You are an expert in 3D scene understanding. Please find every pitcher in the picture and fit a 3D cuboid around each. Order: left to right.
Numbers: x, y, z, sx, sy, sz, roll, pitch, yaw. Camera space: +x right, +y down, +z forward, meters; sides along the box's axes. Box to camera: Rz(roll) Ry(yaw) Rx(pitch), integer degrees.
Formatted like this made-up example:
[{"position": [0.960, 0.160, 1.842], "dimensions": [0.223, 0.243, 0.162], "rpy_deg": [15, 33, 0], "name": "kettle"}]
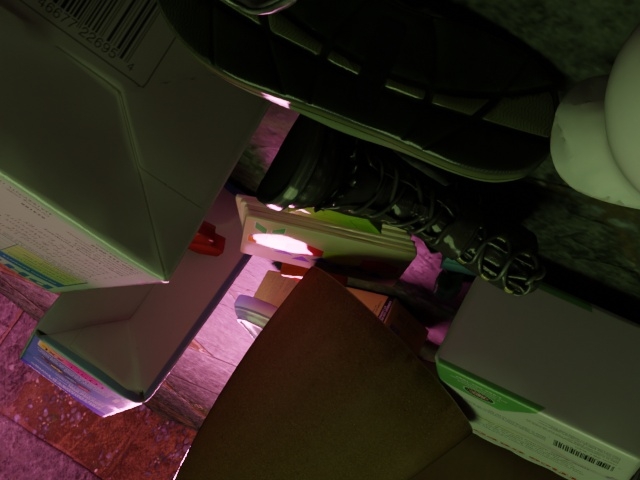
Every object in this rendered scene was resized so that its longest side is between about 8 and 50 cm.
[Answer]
[{"position": [0.235, -0.060, 0.618], "dimensions": [0.178, 0.125, 0.207], "rpy_deg": [17, 173, -1], "name": "pitcher"}]

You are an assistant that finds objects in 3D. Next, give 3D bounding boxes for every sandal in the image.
[{"position": [0.017, -0.126, 0.775], "dimensions": [0.303, 0.120, 0.086], "rpy_deg": [31, 176, -3], "name": "sandal"}]

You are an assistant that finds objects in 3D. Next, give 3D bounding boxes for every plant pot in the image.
[{"position": [-0.019, 0.196, 1.156], "dimensions": [0.237, 0.254, 0.237], "rpy_deg": [46, 172, 9], "name": "plant pot"}]

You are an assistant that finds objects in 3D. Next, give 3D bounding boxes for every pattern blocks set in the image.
[{"position": [0.000, 0.000, 1.139], "dimensions": [0.325, 0.026, 0.285], "rpy_deg": [16, 163, -11], "name": "pattern blocks set"}]

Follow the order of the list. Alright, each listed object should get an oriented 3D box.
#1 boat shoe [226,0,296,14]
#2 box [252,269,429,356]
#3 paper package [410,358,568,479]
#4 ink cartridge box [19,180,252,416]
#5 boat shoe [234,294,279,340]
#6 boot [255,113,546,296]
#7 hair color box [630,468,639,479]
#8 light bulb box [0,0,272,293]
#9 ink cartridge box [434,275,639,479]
[{"position": [0.019, -0.199, 0.552], "dimensions": [0.121, 0.119, 0.335], "rpy_deg": [31, 162, -3], "name": "boat shoe"}, {"position": [0.020, 0.097, 1.441], "dimensions": [0.232, 0.058, 0.087], "rpy_deg": [12, 156, 44], "name": "box"}, {"position": [0.153, 0.324, 1.325], "dimensions": [0.309, 0.325, 0.168], "rpy_deg": [13, 160, 1], "name": "paper package"}, {"position": [-0.230, 0.069, 1.410], "dimensions": [0.151, 0.270, 0.395], "rpy_deg": [39, 161, -9], "name": "ink cartridge box"}, {"position": [-0.032, 0.155, 1.446], "dimensions": [0.227, 0.081, 0.079], "rpy_deg": [41, 159, -28], "name": "boat shoe"}, {"position": [0.078, -0.028, 0.892], "dimensions": [0.229, 0.091, 0.263], "rpy_deg": [32, -165, 0], "name": "boot"}, {"position": [0.430, 0.259, 1.165], "dimensions": [0.174, 0.105, 0.347], "rpy_deg": [29, 162, 5], "name": "hair color box"}, {"position": [-0.281, -0.137, 1.012], "dimensions": [0.358, 0.225, 0.361], "rpy_deg": [36, 162, -20], "name": "light bulb box"}, {"position": [0.232, 0.146, 1.124], "dimensions": [0.201, 0.117, 0.278], "rpy_deg": [25, 166, 16], "name": "ink cartridge box"}]
